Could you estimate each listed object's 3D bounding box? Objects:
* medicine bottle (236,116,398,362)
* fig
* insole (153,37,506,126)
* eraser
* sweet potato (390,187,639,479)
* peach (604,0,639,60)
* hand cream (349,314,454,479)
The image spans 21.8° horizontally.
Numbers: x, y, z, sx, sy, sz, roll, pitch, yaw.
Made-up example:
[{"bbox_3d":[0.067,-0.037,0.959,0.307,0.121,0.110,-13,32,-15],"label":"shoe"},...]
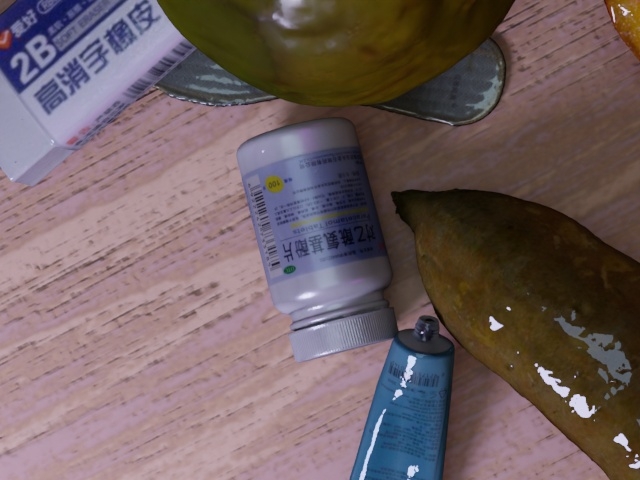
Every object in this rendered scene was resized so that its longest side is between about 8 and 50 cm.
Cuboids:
[{"bbox_3d":[0.000,0.000,1.363,0.103,0.103,0.186,-14,85,7],"label":"medicine bottle"},{"bbox_3d":[-0.006,-0.275,1.274,0.343,0.343,0.343,0,87,8],"label":"fig"},{"bbox_3d":[-0.015,-0.161,1.420,0.348,0.009,0.119,10,88,8],"label":"insole"},{"bbox_3d":[-0.209,-0.158,1.412,0.210,0.068,0.124,-39,81,10],"label":"eraser"},{"bbox_3d":[0.196,0.068,1.310,0.370,0.158,0.158,41,93,9],"label":"sweet potato"},{"bbox_3d":[0.321,-0.202,1.288,0.192,0.190,0.190,-26,84,-11],"label":"peach"},{"bbox_3d":[0.070,0.165,1.353,0.083,0.048,0.224,14,111,8],"label":"hand cream"}]
